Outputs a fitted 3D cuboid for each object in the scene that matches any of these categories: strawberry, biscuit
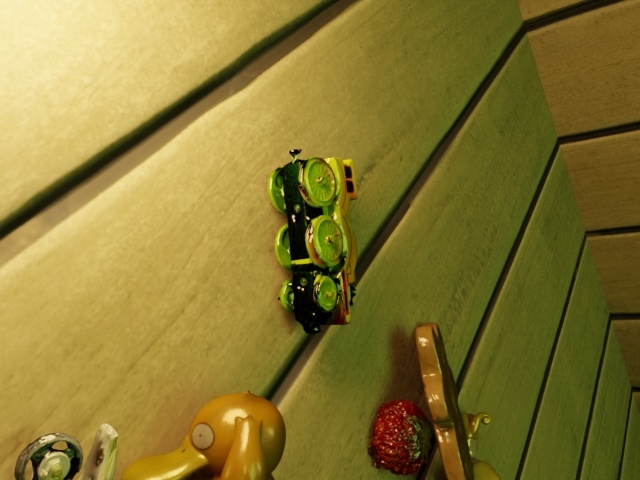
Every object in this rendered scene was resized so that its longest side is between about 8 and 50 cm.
[{"bbox_3d":[0.161,0.376,1.129,0.145,0.086,0.145,11,77,-52],"label":"strawberry"},{"bbox_3d":[0.252,0.346,1.209,0.275,0.052,0.355,5,72,-74],"label":"biscuit"}]

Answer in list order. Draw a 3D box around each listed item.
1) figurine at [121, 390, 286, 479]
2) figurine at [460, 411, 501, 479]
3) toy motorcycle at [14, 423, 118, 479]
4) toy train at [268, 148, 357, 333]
[{"bbox_3d":[-0.115,0.311,0.711,0.215,0.215,0.228,-21,90,-51],"label":"figurine"},{"bbox_3d":[0.339,0.509,1.313,0.156,0.131,0.247,24,52,-43],"label":"figurine"},{"bbox_3d":[-0.259,0.306,0.613,0.151,0.074,0.229,12,87,-42],"label":"toy motorcycle"},{"bbox_3d":[0.000,0.000,0.972,0.160,0.100,0.297,-3,87,-53],"label":"toy train"}]
